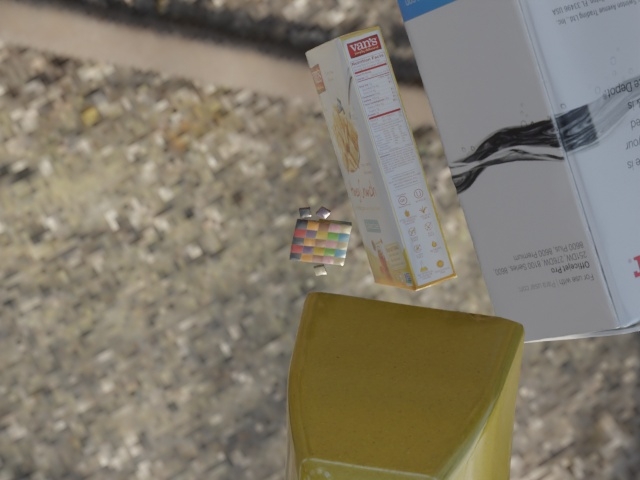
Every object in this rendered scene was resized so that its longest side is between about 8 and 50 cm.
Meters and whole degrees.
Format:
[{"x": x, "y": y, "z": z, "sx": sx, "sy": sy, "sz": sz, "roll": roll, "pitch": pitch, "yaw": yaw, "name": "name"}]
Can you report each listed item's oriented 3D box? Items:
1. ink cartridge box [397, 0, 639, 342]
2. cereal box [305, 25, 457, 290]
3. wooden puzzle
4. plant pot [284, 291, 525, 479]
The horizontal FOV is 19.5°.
[{"x": 0.251, "y": -0.135, "z": 1.627, "sx": 0.285, "sy": 0.394, "sz": 0.166, "roll": -18, "pitch": -178, "yaw": -35, "name": "ink cartridge box"}, {"x": 0.053, "y": -0.075, "z": 1.739, "sx": 0.047, "sy": 0.240, "sz": 0.173, "roll": -19, "pitch": -176, "yaw": -10, "name": "cereal box"}, {"x": 0.000, "y": 0.000, "z": 1.647, "sx": 0.049, "sy": 0.006, "sz": 0.083, "roll": 6, "pitch": 134, "yaw": -7, "name": "wooden puzzle"}, {"x": 0.024, "y": 0.078, "z": 0.654, "sx": 0.081, "sy": 0.083, "sz": 0.081, "roll": 8, "pitch": 119, "yaw": 10, "name": "plant pot"}]
